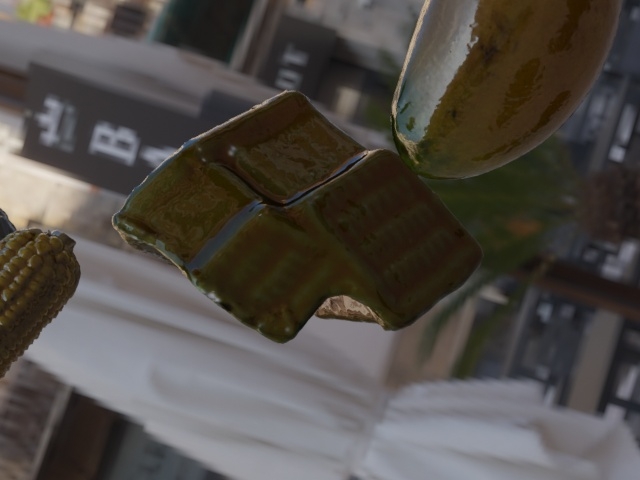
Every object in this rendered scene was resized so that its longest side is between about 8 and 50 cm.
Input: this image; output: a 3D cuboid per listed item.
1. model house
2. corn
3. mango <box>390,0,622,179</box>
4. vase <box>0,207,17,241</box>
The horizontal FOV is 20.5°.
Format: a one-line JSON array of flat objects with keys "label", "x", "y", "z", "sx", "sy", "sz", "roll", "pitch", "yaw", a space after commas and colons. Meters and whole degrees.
[{"label": "model house", "x": -0.008, "y": 0.008, "z": 1.508, "sx": 0.268, "sy": 0.239, "sz": 0.173, "roll": -35, "pitch": -31, "yaw": -35}, {"label": "corn", "x": -0.240, "y": 0.070, "z": 1.208, "sx": 0.207, "sy": 0.068, "sz": 0.068, "roll": -50, "pitch": -12, "yaw": -18}, {"label": "mango", "x": 0.139, "y": -0.143, "z": 1.320, "sx": 0.120, "sy": 0.151, "sz": 0.221, "roll": 47, "pitch": 120, "yaw": 53}, {"label": "vase", "x": -0.373, "y": -0.051, "z": 1.457, "sx": 0.251, "sy": 0.301, "sz": 0.156, "roll": -44, "pitch": -16, "yaw": 0}]
